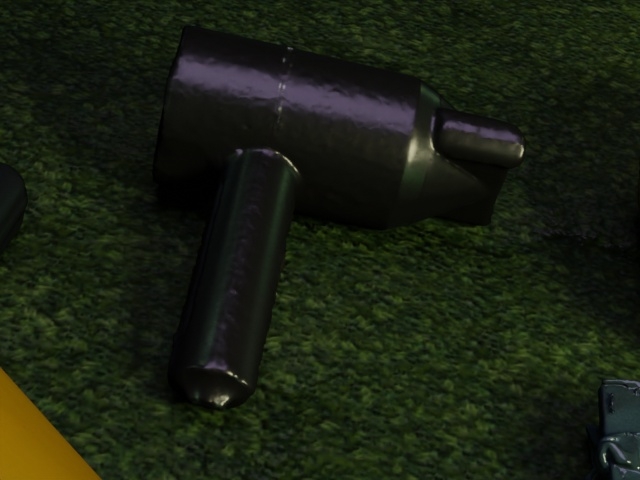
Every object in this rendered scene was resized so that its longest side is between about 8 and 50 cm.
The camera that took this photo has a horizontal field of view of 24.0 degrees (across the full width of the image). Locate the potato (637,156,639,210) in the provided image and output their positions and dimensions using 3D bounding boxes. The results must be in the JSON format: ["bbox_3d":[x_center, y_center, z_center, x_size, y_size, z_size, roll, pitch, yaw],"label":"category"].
[{"bbox_3d":[0.306,-0.031,1.056,0.176,0.141,0.298,15,36,18],"label":"potato"}]

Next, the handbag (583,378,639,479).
[{"bbox_3d":[0.228,0.180,0.834,0.179,0.062,0.229,7,38,-2],"label":"handbag"}]

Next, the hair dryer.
[{"bbox_3d":[0.000,0.000,0.979,0.244,0.116,0.302,12,49,-1],"label":"hair dryer"}]

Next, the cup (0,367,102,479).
[{"bbox_3d":[-0.187,0.134,0.680,0.280,0.196,0.196,39,44,18],"label":"cup"}]

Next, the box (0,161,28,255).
[{"bbox_3d":[-0.289,0.012,0.904,0.160,0.050,0.230,17,38,4],"label":"box"}]
